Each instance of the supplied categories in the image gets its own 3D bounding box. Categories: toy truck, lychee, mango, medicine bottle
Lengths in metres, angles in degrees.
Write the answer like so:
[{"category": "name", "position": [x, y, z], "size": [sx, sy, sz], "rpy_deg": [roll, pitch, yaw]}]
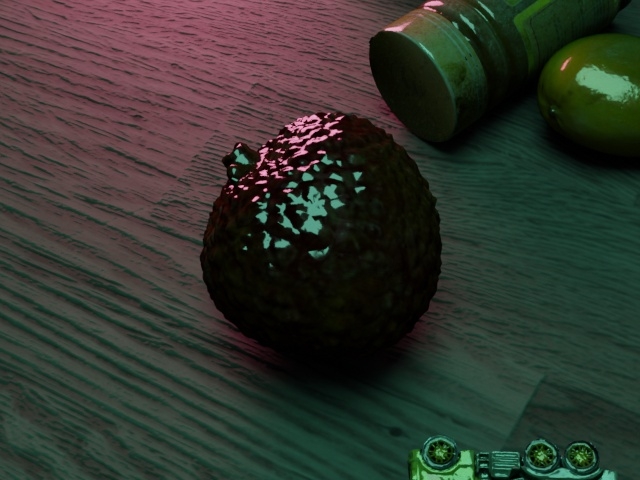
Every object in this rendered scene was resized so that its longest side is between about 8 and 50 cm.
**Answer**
[{"category": "toy truck", "position": [0.174, 0.249, 1.142], "size": [0.191, 0.085, 0.116], "rpy_deg": [1, 56, 5]}, {"category": "lychee", "position": [0.000, 0.000, 1.269], "size": [0.260, 0.261, 0.261], "rpy_deg": [-3, 50, 4]}, {"category": "mango", "position": [0.376, -0.162, 1.442], "size": [0.250, 0.114, 0.156], "rpy_deg": [13, 42, 2]}, {"category": "medicine bottle", "position": [0.226, -0.264, 1.511], "size": [0.322, 0.151, 0.151], "rpy_deg": [-36, 55, -21]}]
